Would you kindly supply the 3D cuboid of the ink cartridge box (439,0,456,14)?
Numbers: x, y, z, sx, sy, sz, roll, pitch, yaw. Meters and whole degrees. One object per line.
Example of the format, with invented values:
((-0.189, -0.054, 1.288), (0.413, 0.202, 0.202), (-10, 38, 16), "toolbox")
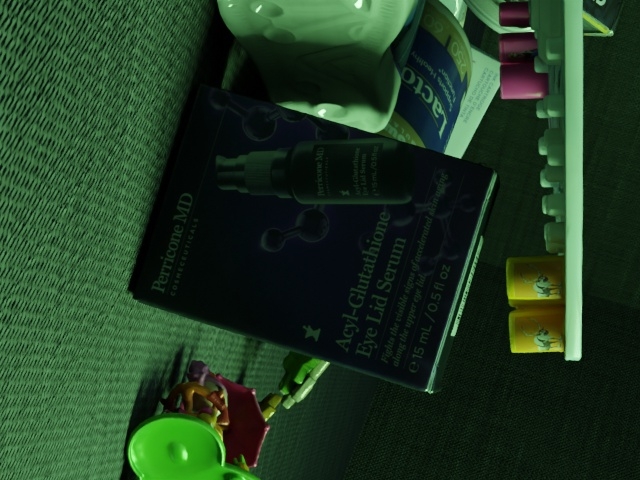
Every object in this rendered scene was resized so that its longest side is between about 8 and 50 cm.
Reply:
((0.066, -0.142, 1.729), (0.189, 0.066, 0.232), (178, -83, -76), "ink cartridge box")

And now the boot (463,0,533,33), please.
((0.132, -0.303, 1.668), (0.095, 0.258, 0.123), (-29, 172, 9), "boot")

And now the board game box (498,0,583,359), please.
((0.143, -0.184, 1.255), (0.390, 0.050, 0.390), (-85, 171, -53), "board game box")

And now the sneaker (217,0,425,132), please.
((0.018, -0.232, 1.220), (0.323, 0.130, 0.236), (80, 19, -69), "sneaker")

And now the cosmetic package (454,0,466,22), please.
((0.126, -0.345, 1.898), (0.060, 0.099, 0.239), (-60, 165, -65), "cosmetic package")

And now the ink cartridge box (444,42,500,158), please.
((0.084, -0.116, 1.801), (0.185, 0.065, 0.311), (-62, -166, 6), "ink cartridge box")

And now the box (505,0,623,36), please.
((0.170, -0.351, 1.563), (0.322, 0.079, 0.257), (26, 77, -44), "box")

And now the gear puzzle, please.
((0.003, 0.081, 1.827), (0.339, 0.044, 0.175), (-51, -174, 2), "gear puzzle")

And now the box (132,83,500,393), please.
((0.000, 0.000, 1.223), (0.108, 0.207, 0.153), (27, 79, -83), "box")

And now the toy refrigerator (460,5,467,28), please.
((0.110, -0.211, 2.157), (0.269, 0.094, 0.102), (99, 4, -56), "toy refrigerator")

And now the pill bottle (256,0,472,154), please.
((0.016, -0.071, 1.424), (0.153, 0.153, 0.264), (100, 9, -48), "pill bottle")

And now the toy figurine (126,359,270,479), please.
((-0.093, 0.155, 1.429), (0.159, 0.130, 0.173), (-88, 164, -57), "toy figurine")
